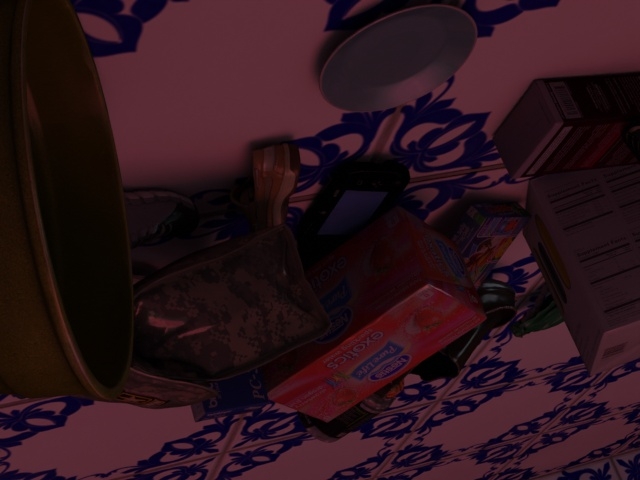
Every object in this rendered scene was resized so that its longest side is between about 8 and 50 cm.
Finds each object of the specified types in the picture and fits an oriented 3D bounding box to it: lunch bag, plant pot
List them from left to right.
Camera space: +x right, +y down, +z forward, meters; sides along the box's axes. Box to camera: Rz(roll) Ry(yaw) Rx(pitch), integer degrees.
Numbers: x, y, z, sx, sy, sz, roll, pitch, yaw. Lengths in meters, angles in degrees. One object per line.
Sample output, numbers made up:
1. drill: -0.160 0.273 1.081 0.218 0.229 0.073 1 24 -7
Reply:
1. plant pot: -0.375 -0.017 1.042 0.353 0.366 0.366 -9 155 1
2. lunch bag: -0.173 0.113 1.458 0.287 0.168 0.235 -23 -179 -33

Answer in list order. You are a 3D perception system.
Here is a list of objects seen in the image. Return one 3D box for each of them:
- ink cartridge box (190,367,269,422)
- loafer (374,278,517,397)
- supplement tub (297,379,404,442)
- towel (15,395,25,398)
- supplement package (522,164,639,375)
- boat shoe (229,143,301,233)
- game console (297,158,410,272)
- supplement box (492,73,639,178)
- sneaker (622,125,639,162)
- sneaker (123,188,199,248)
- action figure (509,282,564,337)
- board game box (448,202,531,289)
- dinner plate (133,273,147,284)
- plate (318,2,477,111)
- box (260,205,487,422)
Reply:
1. ink cartridge box: -0.145 0.138 1.641 0.097 0.207 0.046 -6 159 -29
2. loafer: 0.188 0.171 1.953 0.366 0.130 0.134 -18 158 -33
3. supplement tub: 0.057 0.282 2.202 0.190 0.117 0.117 -37 151 33
4. towel: -0.403 0.198 1.782 0.120 0.029 0.067 -21 155 -1
5. supplement package: 0.451 0.028 1.814 0.198 0.262 0.199 -20 155 -3
6. boat shoe: -0.078 -0.054 1.494 0.072 0.068 0.190 0 140 -15
7. game console: 0.000 0.000 1.674 0.213 0.044 0.361 -7 151 -28
8. supplement box: 0.367 -0.156 1.605 0.240 0.073 0.130 -7 151 -26
9. sneaker: 0.453 -0.131 1.587 0.075 0.057 0.161 -44 150 9
10. sneaker: -0.227 0.008 1.408 0.229 0.132 0.086 6 144 -44
11. action figure: 0.441 0.111 2.213 0.232 0.063 0.137 -40 151 28
12. board game box: 0.221 0.030 1.820 0.136 0.035 0.201 -2 132 -52
13. dinner plate: -0.286 0.077 1.636 0.141 0.017 0.141 -15 153 -8
14. plate: 0.084 -0.208 1.341 0.188 0.024 0.188 -18 155 -9
15. box: 0.057 0.109 1.674 0.300 0.142 0.154 -36 139 23
